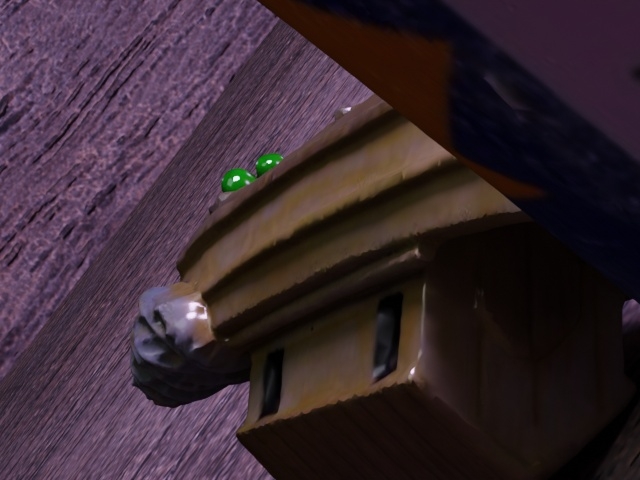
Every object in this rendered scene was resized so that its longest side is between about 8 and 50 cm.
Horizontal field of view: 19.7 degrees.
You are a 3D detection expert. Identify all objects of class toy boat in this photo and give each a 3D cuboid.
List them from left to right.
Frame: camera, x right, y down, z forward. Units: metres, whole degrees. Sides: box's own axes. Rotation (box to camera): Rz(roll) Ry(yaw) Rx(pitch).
[{"bbox_3d":[0.041,0.021,0.708,0.445,0.136,0.162,148,128,-63],"label":"toy boat"}]

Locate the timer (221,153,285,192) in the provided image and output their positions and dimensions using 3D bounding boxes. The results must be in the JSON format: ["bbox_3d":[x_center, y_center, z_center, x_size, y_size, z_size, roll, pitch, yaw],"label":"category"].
[{"bbox_3d":[0.000,0.000,0.987,0.099,0.136,0.136,-46,11,4],"label":"timer"}]

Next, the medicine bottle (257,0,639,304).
[{"bbox_3d":[0.096,-0.073,0.372,0.178,0.290,0.178,-49,11,13],"label":"medicine bottle"}]
